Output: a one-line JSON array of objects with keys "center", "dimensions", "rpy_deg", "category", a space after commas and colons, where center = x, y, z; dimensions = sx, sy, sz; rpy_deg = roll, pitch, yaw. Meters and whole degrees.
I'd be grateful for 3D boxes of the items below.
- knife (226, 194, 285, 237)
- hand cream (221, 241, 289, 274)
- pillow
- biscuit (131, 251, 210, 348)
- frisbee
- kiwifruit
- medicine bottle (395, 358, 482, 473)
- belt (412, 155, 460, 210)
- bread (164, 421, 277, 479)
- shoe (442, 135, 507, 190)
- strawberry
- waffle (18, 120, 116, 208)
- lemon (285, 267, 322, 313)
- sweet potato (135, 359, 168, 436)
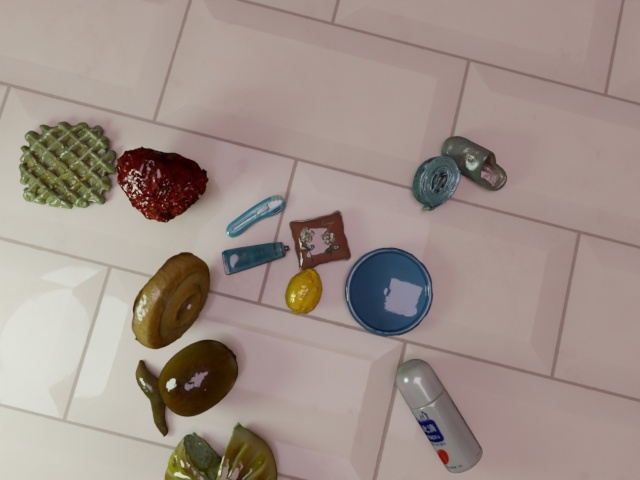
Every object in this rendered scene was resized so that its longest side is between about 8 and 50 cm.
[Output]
[{"center": [-0.214, -0.081, 1.408], "dimensions": [0.221, 0.031, 0.064], "rpy_deg": [-33, 90, -4], "category": "knife"}, {"center": [-0.210, 0.051, 1.396], "dimensions": [0.223, 0.048, 0.083], "rpy_deg": [-12, 85, 3], "category": "hand cream"}, {"center": [0.000, 0.000, 1.386], "dimensions": [0.178, 0.075, 0.172], "rpy_deg": [-13, 86, -4], "category": "pillow"}, {"center": [-0.421, 0.178, 1.245], "dimensions": [0.101, 0.296, 0.297], "rpy_deg": [23, 84, 11], "category": "biscuit"}, {"center": [0.221, 0.166, 1.391], "dimensions": [0.288, 0.049, 0.290], "rpy_deg": [0, 88, -4], "category": "frisbee"}, {"center": [-0.359, 0.407, 1.281], "dimensions": [0.233, 0.196, 0.196], "rpy_deg": [-29, 86, -11], "category": "kiwifruit"}, {"center": [0.355, 0.528, 1.321], "dimensions": [0.130, 0.130, 0.341], "rpy_deg": [-30, 87, -4], "category": "medicine bottle"}, {"center": [0.379, -0.197, 1.416], "dimensions": [0.162, 0.082, 0.148], "rpy_deg": [-33, 97, -8], "category": "belt"}, {"center": [-0.294, 0.719, 1.267], "dimensions": [0.332, 0.160, 0.334], "rpy_deg": [0, 86, -1], "category": "bread"}, {"center": [0.522, -0.260, 1.418], "dimensions": [0.250, 0.100, 0.103], "rpy_deg": [36, 85, -1], "category": "shoe"}, {"center": [-0.481, -0.163, 1.297], "dimensions": [0.273, 0.274, 0.221], "rpy_deg": [12, 100, -1], "category": "strawberry"}, {"center": [-0.828, -0.248, 1.391], "dimensions": [0.308, 0.056, 0.293], "rpy_deg": [1, 85, -1], "category": "waffle"}, {"center": [-0.051, 0.161, 1.350], "dimensions": [0.114, 0.114, 0.155], "rpy_deg": [20, 84, 0], "category": "lemon"}, {"center": [-0.516, 0.491, 1.333], "dimensions": [0.069, 0.059, 0.250], "rpy_deg": [-23, 89, 16], "category": "sweet potato"}]
